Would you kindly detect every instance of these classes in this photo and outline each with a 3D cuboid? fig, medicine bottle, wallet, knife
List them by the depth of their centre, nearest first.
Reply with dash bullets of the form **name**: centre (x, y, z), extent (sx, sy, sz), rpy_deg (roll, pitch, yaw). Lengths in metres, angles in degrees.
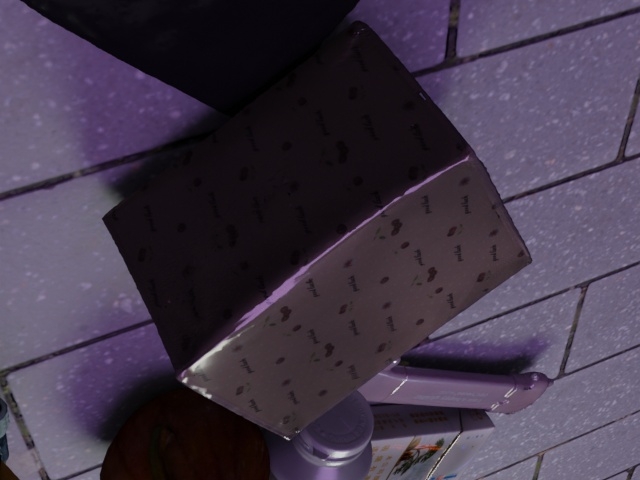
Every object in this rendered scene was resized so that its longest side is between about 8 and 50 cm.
- **wallet**: centre (-0.041, -0.245, 0.732), extent (0.323, 0.041, 0.247), rpy_deg (-43, 138, 21)
- **fig**: centre (-0.147, 0.266, 1.071), extent (0.205, 0.205, 0.205), rpy_deg (-17, 138, -16)
- **medicine bottle**: centre (-0.009, 0.265, 1.177), extent (0.135, 0.135, 0.215), rpy_deg (-9, 146, -25)
- **knife**: centre (0.159, 0.196, 1.303), extent (0.398, 0.038, 0.132), rpy_deg (11, 136, -35)

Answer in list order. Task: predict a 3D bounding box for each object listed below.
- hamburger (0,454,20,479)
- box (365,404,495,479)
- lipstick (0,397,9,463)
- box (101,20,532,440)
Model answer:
- **hamburger**: centre (-0.382, 0.243, 0.824), extent (0.170, 0.302, 0.302), rpy_deg (-49, 140, -5)
- **box**: centre (0.117, 0.301, 1.370), extent (0.233, 0.067, 0.149), rpy_deg (2, 131, -34)
- **lipstick**: centre (-0.343, 0.210, 1.013), extent (0.037, 0.037, 0.116), rpy_deg (-12, 140, -22)
- **box**: centre (0.000, 0.000, 0.876), extent (0.297, 0.190, 0.225), rpy_deg (-38, 147, 5)
